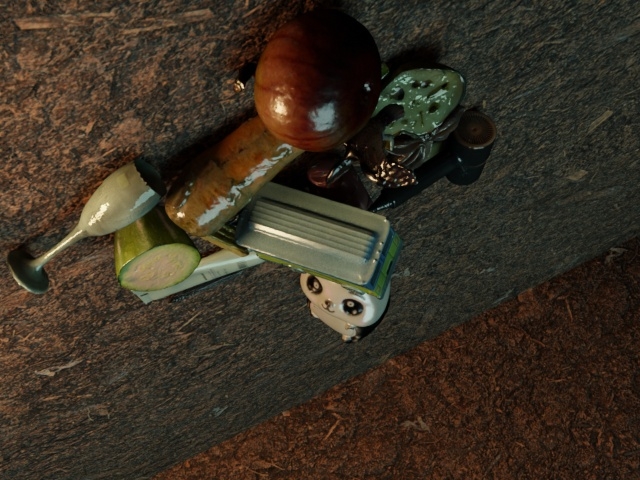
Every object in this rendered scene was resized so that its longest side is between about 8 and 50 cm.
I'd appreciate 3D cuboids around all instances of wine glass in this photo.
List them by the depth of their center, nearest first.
[{"bbox_3d":[-0.442,-0.028,1.487,0.310,0.096,0.264,-35,169,15],"label":"wine glass"}]

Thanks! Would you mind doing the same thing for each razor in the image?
[{"bbox_3d":[-0.178,-0.081,1.836,0.066,0.033,0.190,12,156,10],"label":"razor"}]

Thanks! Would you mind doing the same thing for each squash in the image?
[{"bbox_3d":[-0.334,0.016,1.726,0.170,0.122,0.170,-24,159,-10],"label":"squash"}]

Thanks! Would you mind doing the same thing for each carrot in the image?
[{"bbox_3d":[-0.153,-0.131,1.614,0.302,0.138,0.139,-36,158,4],"label":"carrot"}]

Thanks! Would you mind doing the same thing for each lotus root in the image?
[{"bbox_3d":[0.180,-0.289,1.730,0.183,0.077,0.203,20,130,-40],"label":"lotus root"}]

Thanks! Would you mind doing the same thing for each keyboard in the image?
[{"bbox_3d":[-0.275,0.109,2.126,0.197,0.015,0.074,-24,177,-20],"label":"keyboard"}]

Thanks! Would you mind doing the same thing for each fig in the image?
[{"bbox_3d":[-0.007,-0.263,1.421,0.235,0.214,0.235,-23,132,-28],"label":"fig"}]

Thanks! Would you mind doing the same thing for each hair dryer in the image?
[{"bbox_3d":[0.245,-0.148,2.036,0.352,0.107,0.189,-32,158,-16],"label":"hair dryer"}]

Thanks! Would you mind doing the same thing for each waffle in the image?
[{"bbox_3d":[-0.219,-0.026,1.919,0.153,0.097,0.023,26,132,-25],"label":"waffle"}]

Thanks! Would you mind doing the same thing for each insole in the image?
[{"bbox_3d":[0.308,-0.213,2.163,0.086,0.005,0.253,-42,155,31],"label":"insole"}]

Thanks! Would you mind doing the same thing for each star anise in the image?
[{"bbox_3d":[0.206,-0.236,1.872,0.212,0.073,0.197,-43,148,12],"label":"star anise"}]

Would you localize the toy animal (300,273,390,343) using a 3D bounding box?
[{"bbox_3d":[0.073,0.116,2.325,0.251,0.250,0.310,-23,159,-13],"label":"toy animal"}]

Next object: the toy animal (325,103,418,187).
[{"bbox_3d":[0.082,-0.171,1.667,0.160,0.272,0.197,-33,160,-37],"label":"toy animal"}]

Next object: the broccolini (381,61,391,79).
[{"bbox_3d":[0.033,-0.247,1.687,0.254,0.057,0.071,-32,-162,16],"label":"broccolini"}]

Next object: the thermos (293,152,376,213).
[{"bbox_3d":[0.031,-0.113,1.935,0.109,0.136,0.330,-56,159,-7],"label":"thermos"}]

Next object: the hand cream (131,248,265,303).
[{"bbox_3d":[-0.273,0.074,2.034,0.321,0.067,0.109,-23,160,-1],"label":"hand cream"}]

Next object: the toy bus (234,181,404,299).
[{"bbox_3d":[0.000,0.000,1.839,0.152,0.312,0.190,-69,160,-9],"label":"toy bus"}]
